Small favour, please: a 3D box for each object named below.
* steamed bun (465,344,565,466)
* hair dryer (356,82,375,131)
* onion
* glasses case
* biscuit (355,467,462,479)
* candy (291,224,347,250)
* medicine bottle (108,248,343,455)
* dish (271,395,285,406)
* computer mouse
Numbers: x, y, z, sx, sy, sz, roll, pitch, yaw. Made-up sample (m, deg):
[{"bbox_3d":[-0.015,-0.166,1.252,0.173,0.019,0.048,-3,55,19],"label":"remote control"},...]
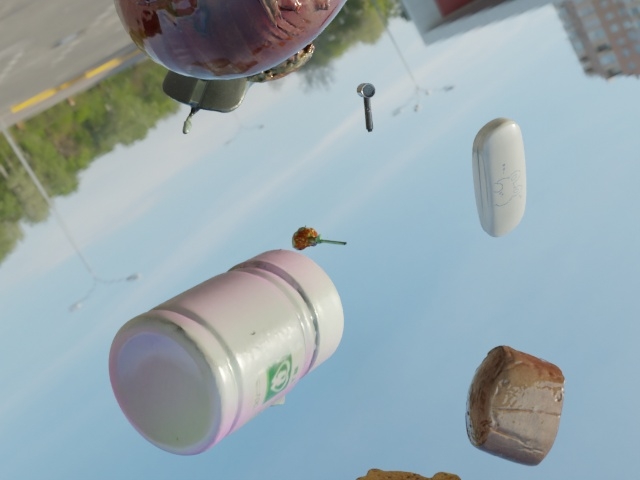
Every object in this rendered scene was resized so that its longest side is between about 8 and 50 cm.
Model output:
[{"bbox_3d":[0.305,0.262,1.552,0.106,0.144,0.175,179,-71,-78],"label":"steamed bun"},{"bbox_3d":[0.081,-0.227,1.652,0.026,0.083,0.047,-9,-170,-6],"label":"hair dryer"},{"bbox_3d":[-0.103,-0.357,1.167,0.353,0.354,0.354,-28,-166,8],"label":"onion"},{"bbox_3d":[0.312,-0.107,1.682,0.092,0.233,0.059,-30,-138,-23],"label":"glasses case"},{"bbox_3d":[0.157,0.391,1.435,0.225,0.036,0.166,4,-164,10],"label":"biscuit"},{"bbox_3d":[0.000,0.000,1.848,0.055,0.049,0.184,-49,-156,-18],"label":"candy"},{"bbox_3d":[-0.132,0.155,1.430,0.212,0.212,0.325,-20,-174,35],"label":"medicine bottle"},{"bbox_3d":[-0.128,0.210,1.881,0.078,0.246,0.224,-40,-171,19],"label":"dish"},{"bbox_3d":[-0.198,-0.318,1.811,0.167,0.090,0.379,12,-140,3],"label":"computer mouse"}]
